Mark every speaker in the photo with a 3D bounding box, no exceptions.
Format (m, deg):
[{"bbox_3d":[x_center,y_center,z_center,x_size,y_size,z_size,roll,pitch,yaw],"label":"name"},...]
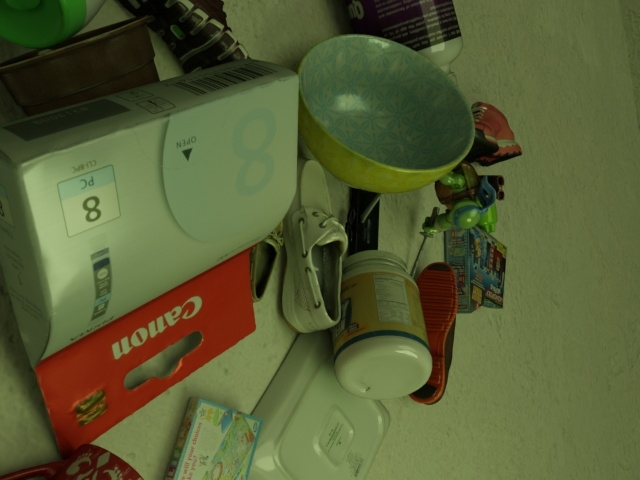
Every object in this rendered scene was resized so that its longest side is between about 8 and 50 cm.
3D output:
[{"bbox_3d":[-0.245,-0.328,0.661,0.131,0.131,0.296,47,43,-35],"label":"speaker"}]

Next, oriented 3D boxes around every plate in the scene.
[{"bbox_3d":[0.010,0.304,1.003,0.278,0.045,0.277,57,47,-28],"label":"plate"}]

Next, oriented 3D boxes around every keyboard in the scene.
[{"bbox_3d":[0.068,-0.019,1.132,0.108,0.023,0.180,18,71,-54],"label":"keyboard"}]

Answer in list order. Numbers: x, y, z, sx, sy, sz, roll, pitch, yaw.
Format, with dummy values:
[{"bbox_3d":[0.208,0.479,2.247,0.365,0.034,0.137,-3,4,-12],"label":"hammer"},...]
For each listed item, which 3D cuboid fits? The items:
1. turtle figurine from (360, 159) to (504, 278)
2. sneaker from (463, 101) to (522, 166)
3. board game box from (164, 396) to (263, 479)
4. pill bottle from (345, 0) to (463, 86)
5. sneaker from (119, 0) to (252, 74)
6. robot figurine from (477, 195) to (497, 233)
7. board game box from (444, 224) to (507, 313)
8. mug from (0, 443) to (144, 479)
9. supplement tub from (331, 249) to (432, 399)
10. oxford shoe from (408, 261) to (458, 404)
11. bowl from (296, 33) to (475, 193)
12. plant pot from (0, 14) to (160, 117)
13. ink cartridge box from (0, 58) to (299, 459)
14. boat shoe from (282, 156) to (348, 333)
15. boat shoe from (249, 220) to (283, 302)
[{"bbox_3d":[0.184,-0.102,1.203,0.198,0.274,0.266,31,38,-25],"label":"turtle figurine"},{"bbox_3d":[0.344,-0.244,1.439,0.314,0.116,0.136,-4,78,-56],"label":"sneaker"},{"bbox_3d":[-0.140,0.290,0.826,0.103,0.026,0.154,30,63,-30],"label":"board game box"},{"bbox_3d":[0.143,-0.407,1.147,0.181,0.181,0.323,-33,110,-47],"label":"pill bottle"},{"bbox_3d":[-0.137,-0.302,0.868,0.281,0.106,0.162,50,48,-33],"label":"sneaker"},{"bbox_3d":[0.356,-0.072,1.440,0.101,0.067,0.115,-14,96,-41],"label":"robot figurine"},{"bbox_3d":[0.330,0.076,1.396,0.194,0.060,0.194,28,65,-44],"label":"board game box"},{"bbox_3d":[-0.265,0.285,0.635,0.169,0.113,0.150,-54,126,-42],"label":"mug"},{"bbox_3d":[0.088,0.128,1.002,0.144,0.144,0.200,45,28,-37],"label":"supplement tub"},{"bbox_3d":[0.213,0.177,1.239,0.098,0.097,0.271,43,56,-62],"label":"oxford shoe"},{"bbox_3d":[0.081,-0.174,1.036,0.289,0.156,0.289,11,54,-15],"label":"bowl"},{"bbox_3d":[-0.233,-0.136,0.699,0.167,0.167,0.165,-45,126,-43],"label":"plant pot"},{"bbox_3d":[-0.155,0.032,0.683,0.308,0.091,0.385,-31,133,-41],"label":"ink cartridge box"},{"bbox_3d":[0.000,0.000,0.988,0.098,0.096,0.277,7,75,-46],"label":"boat shoe"},{"bbox_3d":[-0.081,0.021,0.930,0.056,0.048,0.153,46,53,-36],"label":"boat shoe"}]
